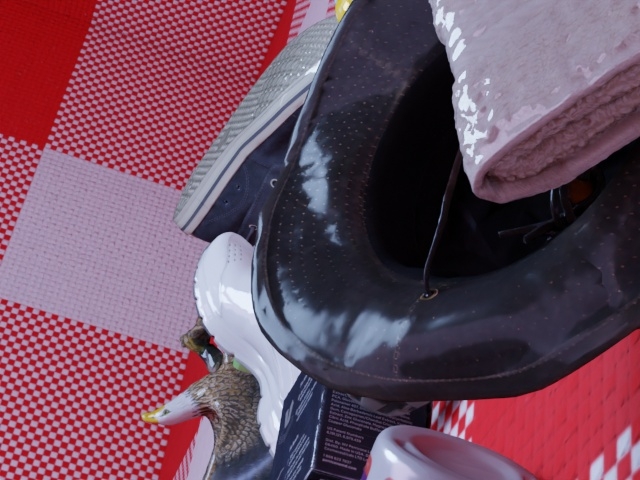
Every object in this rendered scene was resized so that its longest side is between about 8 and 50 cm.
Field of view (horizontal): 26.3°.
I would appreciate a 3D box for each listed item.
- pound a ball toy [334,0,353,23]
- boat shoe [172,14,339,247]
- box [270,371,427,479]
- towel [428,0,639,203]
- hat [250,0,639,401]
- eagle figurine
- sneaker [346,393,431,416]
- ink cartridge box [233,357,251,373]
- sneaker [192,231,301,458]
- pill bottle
[{"bbox_3d":[0.067,-0.182,1.421,0.319,0.136,0.208,-92,22,-67],"label":"pound a ball toy"},{"bbox_3d":[-0.055,-0.153,2.093,0.500,0.156,0.186,-49,17,41],"label":"boat shoe"},{"bbox_3d":[0.021,0.171,1.144,0.156,0.093,0.158,118,166,-49],"label":"box"},{"bbox_3d":[0.168,-0.152,0.601,0.282,0.049,0.187,-33,39,26],"label":"towel"},{"bbox_3d":[0.122,-0.037,0.711,0.331,0.134,0.331,-29,45,34],"label":"hat"},{"bbox_3d":[-0.107,0.220,1.699,0.226,0.225,0.298,34,-148,-59],"label":"eagle figurine"},{"bbox_3d":[0.100,0.016,1.042,0.267,0.101,0.106,-63,-3,21],"label":"sneaker"},{"bbox_3d":[0.000,0.000,1.540,0.198,0.115,0.272,-85,15,-52],"label":"ink cartridge box"},{"bbox_3d":[-0.025,0.093,1.361,0.129,0.111,0.297,-52,53,26],"label":"sneaker"},{"bbox_3d":[0.053,0.217,0.807,0.108,0.108,0.193,-118,47,-78],"label":"pill bottle"}]
